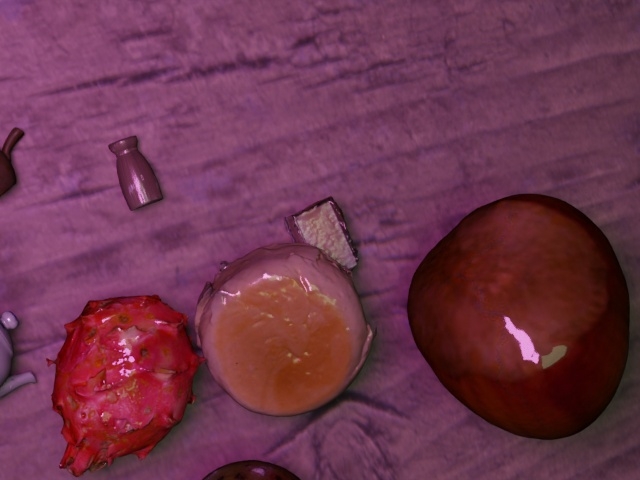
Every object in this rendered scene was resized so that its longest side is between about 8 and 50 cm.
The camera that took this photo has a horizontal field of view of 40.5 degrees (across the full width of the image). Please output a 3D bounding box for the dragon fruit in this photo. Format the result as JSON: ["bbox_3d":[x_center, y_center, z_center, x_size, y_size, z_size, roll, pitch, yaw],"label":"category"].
[{"bbox_3d":[-0.273,0.201,1.192,0.210,0.205,0.268,26,83,-23],"label":"dragon fruit"}]

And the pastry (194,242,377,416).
[{"bbox_3d":[-0.053,0.127,1.263,0.265,0.133,0.265,0,109,0],"label":"pastry"}]

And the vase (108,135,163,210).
[{"bbox_3d":[-0.269,-0.098,1.255,0.053,0.053,0.100,-22,95,-14],"label":"vase"}]

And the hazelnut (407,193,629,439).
[{"bbox_3d":[0.308,0.113,1.298,0.366,0.366,0.366,-1,93,-16],"label":"hazelnut"}]

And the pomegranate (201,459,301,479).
[{"bbox_3d":[-0.133,0.460,1.248,0.306,0.242,0.242,-33,102,9],"label":"pomegranate"}]

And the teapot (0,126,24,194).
[{"bbox_3d":[-0.444,-0.112,1.195,0.080,0.085,0.110,51,60,-14],"label":"teapot"}]

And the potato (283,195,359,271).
[{"bbox_3d":[0.001,0.002,1.333,0.086,0.061,0.122,-26,102,-12],"label":"potato"}]

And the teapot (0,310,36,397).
[{"bbox_3d":[-0.475,0.140,1.163,0.159,0.159,0.232,-28,129,-13],"label":"teapot"}]
